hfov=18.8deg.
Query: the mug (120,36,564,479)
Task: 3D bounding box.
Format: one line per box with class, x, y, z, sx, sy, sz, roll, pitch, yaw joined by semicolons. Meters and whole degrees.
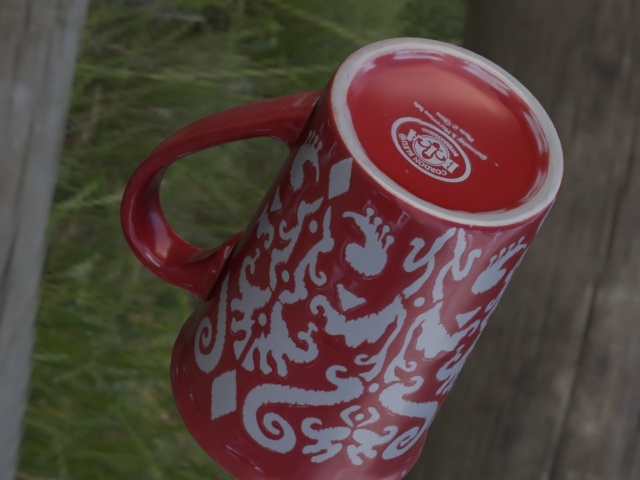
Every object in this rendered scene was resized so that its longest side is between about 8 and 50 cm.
mug;0.002;0.008;0.741;0.150;0.169;0.113;14;48;-13
